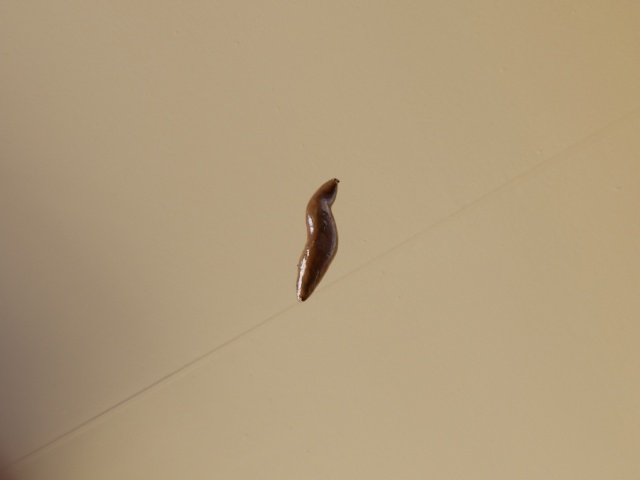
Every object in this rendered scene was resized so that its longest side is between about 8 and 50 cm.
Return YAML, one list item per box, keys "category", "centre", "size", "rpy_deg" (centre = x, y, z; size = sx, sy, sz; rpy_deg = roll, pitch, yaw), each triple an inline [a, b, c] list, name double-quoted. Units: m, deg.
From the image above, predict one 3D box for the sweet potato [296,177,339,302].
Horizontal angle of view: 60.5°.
- category: "sweet potato"
  centre: [-0.001, 0.000, 0.867]
  size: [0.058, 0.055, 0.202]
  rpy_deg: [17, -102, -29]
